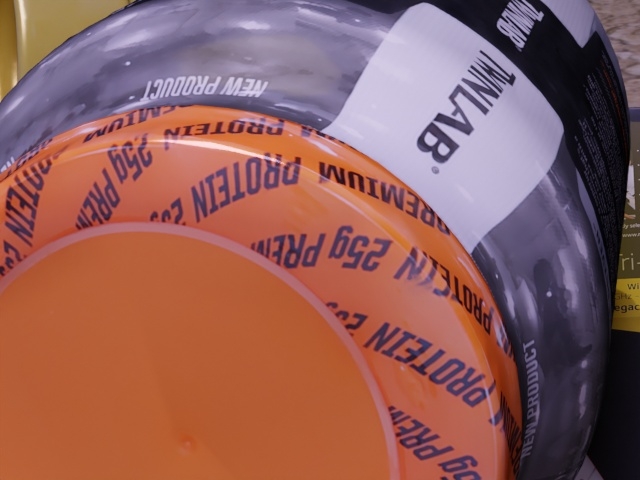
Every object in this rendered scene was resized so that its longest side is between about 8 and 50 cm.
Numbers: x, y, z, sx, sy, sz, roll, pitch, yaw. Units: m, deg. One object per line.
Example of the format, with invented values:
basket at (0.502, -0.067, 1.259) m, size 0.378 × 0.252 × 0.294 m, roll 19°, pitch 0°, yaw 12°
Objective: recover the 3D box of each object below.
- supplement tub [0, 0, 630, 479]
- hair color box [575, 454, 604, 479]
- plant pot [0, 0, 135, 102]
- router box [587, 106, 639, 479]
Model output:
supplement tub at (0.000, 0.000, 0.570) m, size 0.207 × 0.207 × 0.338 m, roll -2°, pitch 17°, yaw 12°
hair color box at (0.098, 0.142, 0.613) m, size 0.043 × 0.141 × 0.072 m, roll -29°, pitch 7°, yaw 38°
plant pot at (-0.150, -0.134, 1.215) m, size 0.239 × 0.254 × 0.254 m, roll -3°, pitch 19°, yaw -29°
router box at (0.246, 0.049, 0.730) m, size 0.309 × 0.081 × 0.243 m, roll -2°, pitch 52°, yaw 11°
